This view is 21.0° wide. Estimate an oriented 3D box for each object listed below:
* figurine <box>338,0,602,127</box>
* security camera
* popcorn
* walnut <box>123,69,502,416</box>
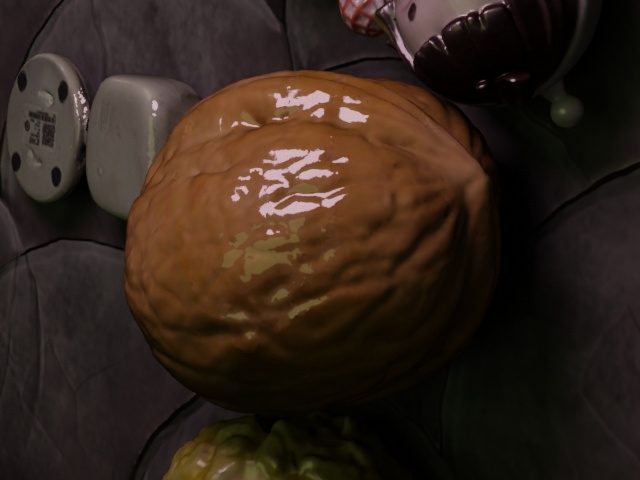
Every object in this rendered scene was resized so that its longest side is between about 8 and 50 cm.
[{"bbox_3d":[0.123,-0.265,1.419,0.281,0.167,0.370,-33,63,45],"label":"figurine"},{"bbox_3d":[-0.222,-0.104,1.755,0.301,0.080,0.157,16,104,47],"label":"security camera"},{"bbox_3d":[-0.020,0.254,1.507,0.212,0.259,0.259,-49,62,8],"label":"popcorn"},{"bbox_3d":[0.000,0.000,1.438,0.333,0.333,0.332,2,94,39],"label":"walnut"}]
